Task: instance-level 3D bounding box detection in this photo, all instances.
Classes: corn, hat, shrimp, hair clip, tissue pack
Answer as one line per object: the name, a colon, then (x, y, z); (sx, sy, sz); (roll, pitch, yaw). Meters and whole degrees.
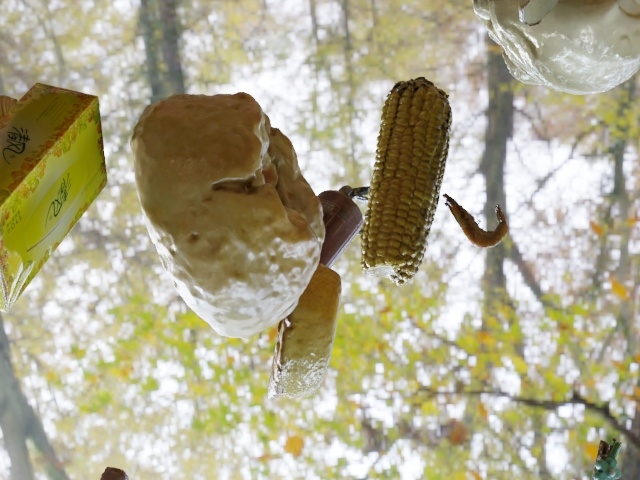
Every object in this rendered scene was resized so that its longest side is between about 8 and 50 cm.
corn: (0.124, -0.088, 1.671); (0.115, 0.115, 0.318); (6, -109, 18)
hat: (-0.310, 0.381, 1.764); (0.042, 0.087, 0.058); (17, -162, 15)
shrimp: (0.263, -0.044, 1.999); (0.127, 0.025, 0.091); (45, -115, 6)
hair clip: (0.412, 0.376, 1.757); (0.049, 0.049, 0.173); (14, -110, 29)
tissue pack: (-0.236, -0.038, 0.933); (0.062, 0.095, 0.176); (14, -139, 14)

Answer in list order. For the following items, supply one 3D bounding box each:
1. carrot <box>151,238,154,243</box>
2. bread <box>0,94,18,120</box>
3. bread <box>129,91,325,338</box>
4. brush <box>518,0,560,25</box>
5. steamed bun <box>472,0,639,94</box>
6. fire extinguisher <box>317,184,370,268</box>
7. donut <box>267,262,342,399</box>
carrot: (-0.220, -0.032, 1.728); (0.055, 0.055, 0.161); (-20, 172, -23)
bread: (-0.460, -0.098, 1.514); (0.190, 0.132, 0.114); (-22, -127, 0)
bread: (-0.076, -0.030, 1.116); (0.134, 0.244, 0.244); (-23, -152, 14)
brush: (0.344, -0.375, 1.341); (0.336, 0.085, 0.020); (-46, -131, 0)
steamed bun: (0.330, -0.305, 1.502); (0.276, 0.203, 0.289); (-40, -134, -13)
fire extinguisher: (0.000, 0.000, 1.889); (0.104, 0.105, 0.269); (17, -127, 33)
donut: (-0.018, 0.108, 1.398); (0.065, 0.162, 0.178); (11, -114, -4)
